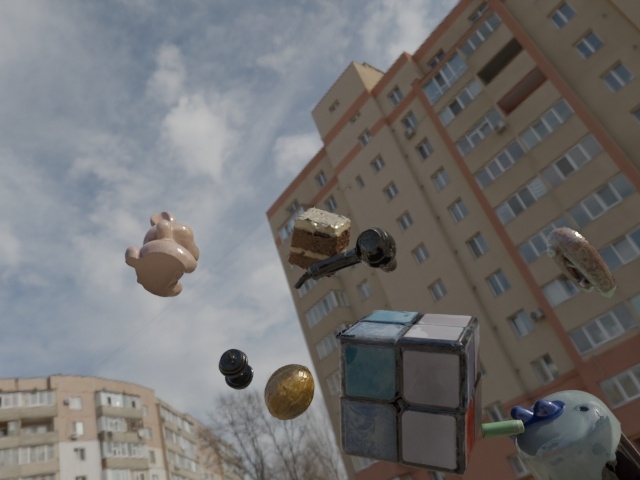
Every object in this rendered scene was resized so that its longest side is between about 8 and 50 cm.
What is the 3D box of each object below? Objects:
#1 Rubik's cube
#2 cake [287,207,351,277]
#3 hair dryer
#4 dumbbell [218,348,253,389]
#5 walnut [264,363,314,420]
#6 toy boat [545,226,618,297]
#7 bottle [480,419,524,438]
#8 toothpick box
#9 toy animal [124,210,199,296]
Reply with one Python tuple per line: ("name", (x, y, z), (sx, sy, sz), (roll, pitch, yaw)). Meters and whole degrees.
("Rubik's cube", (0.238, 0.366, 1.377), (0.318, 0.313, 0.316), (1, 5, 24))
("cake", (0.000, 0.000, 1.401), (0.134, 0.135, 0.147), (-35, -43, -64))
("hair dryer", (0.056, 0.057, 1.286), (0.271, 0.091, 0.235), (-18, -21, 11))
("dumbbell", (-0.276, 0.422, 1.752), (0.099, 0.099, 0.208), (-17, -43, -5))
("walnut", (-0.065, 0.323, 1.147), (0.124, 0.105, 0.105), (-52, -29, -13))
("toy boat", (0.689, 0.067, 1.449), (0.085, 0.227, 0.155), (-38, 11, -2))
("bottle", (0.377, 0.390, 1.108), (0.083, 0.030, 0.030), (-12, -30, 10))
("toothpick box", (0.595, 0.509, 1.231), (0.263, 0.355, 0.263), (-37, 3, 2))
("toy animal", (-0.278, 0.006, 1.000), (0.124, 0.212, 0.124), (-2, -60, -3))
